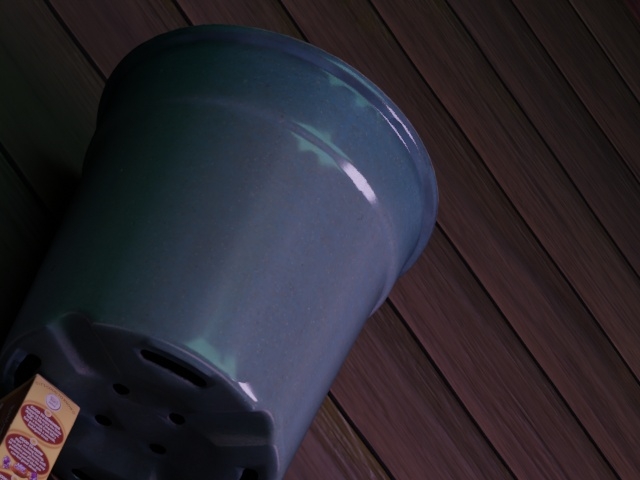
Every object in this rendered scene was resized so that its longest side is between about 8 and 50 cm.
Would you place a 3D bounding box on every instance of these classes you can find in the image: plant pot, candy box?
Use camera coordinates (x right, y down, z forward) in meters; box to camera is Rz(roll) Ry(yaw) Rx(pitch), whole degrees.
[{"bbox_3d":[-0.102,0.043,1.392,0.341,0.341,0.334,43,43,-19],"label":"plant pot"},{"bbox_3d":[-0.264,0.200,1.226,0.053,0.109,0.186,42,37,-20],"label":"candy box"}]
